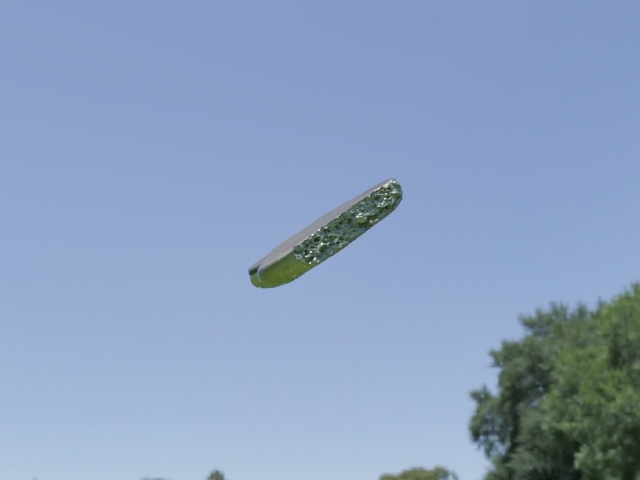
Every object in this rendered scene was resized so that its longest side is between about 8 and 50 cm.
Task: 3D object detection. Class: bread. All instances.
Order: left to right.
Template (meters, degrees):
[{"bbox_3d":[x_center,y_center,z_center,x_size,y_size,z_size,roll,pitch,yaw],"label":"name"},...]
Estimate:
[{"bbox_3d":[0.000,0.000,1.412,0.286,0.056,0.207,-33,3,-30],"label":"bread"}]
